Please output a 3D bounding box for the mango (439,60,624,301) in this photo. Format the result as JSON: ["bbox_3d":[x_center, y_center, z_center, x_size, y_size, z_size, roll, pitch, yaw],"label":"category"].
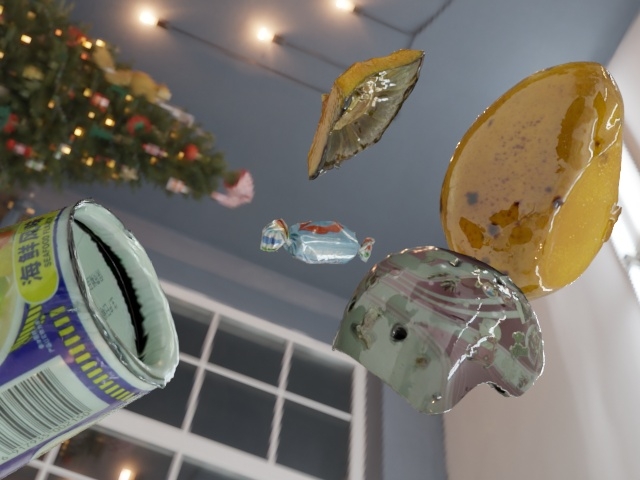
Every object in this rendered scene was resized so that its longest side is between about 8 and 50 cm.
[{"bbox_3d":[0.242,-0.073,1.094,0.191,0.160,0.290,35,-75,42],"label":"mango"}]

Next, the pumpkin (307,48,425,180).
[{"bbox_3d":[0.025,-0.091,0.648,0.101,0.035,0.073,-34,151,-42],"label":"pumpkin"}]

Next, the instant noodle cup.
[{"bbox_3d":[-0.320,0.107,0.917,0.312,0.284,0.284,-24,-159,9],"label":"instant noodle cup"}]

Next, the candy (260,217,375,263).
[{"bbox_3d":[0.000,-0.001,0.623,0.020,0.083,0.030,61,-42,47],"label":"candy"}]

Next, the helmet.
[{"bbox_3d":[0.101,0.057,0.779,0.153,0.177,0.107,25,-63,53],"label":"helmet"}]
